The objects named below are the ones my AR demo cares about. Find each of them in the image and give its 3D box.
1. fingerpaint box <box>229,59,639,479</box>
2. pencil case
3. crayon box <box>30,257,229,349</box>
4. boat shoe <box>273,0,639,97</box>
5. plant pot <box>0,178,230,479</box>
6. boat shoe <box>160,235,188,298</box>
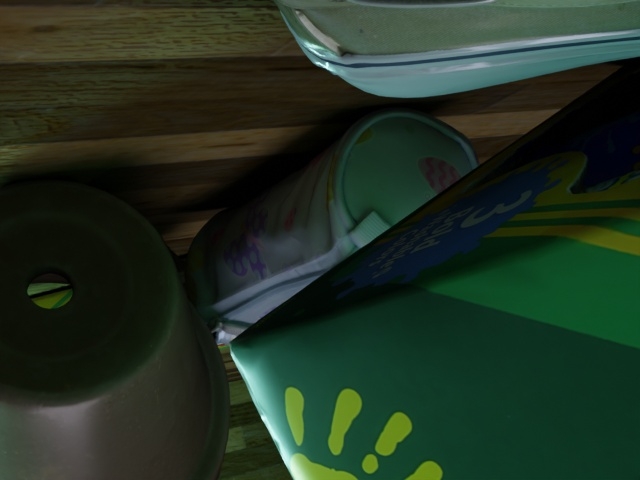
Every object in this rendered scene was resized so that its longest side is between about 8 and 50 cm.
[{"bbox_3d":[0.240,-0.022,0.578,0.371,0.163,0.445,-20,-171,41],"label":"fingerpaint box"},{"bbox_3d":[0.000,0.000,0.898,0.124,0.113,0.273,-32,-178,-32],"label":"pencil case"},{"bbox_3d":[-0.223,0.094,1.293,0.318,0.081,0.202,-14,172,9],"label":"crayon box"},{"bbox_3d":[0.118,-0.109,0.396,0.302,0.109,0.094,-14,168,20],"label":"boat shoe"},{"bbox_3d":[-0.174,0.082,0.827,0.263,0.263,0.229,-11,155,-20],"label":"plant pot"},{"bbox_3d":[-0.166,0.046,1.089,0.080,0.073,0.223,-20,174,-31],"label":"boat shoe"}]
